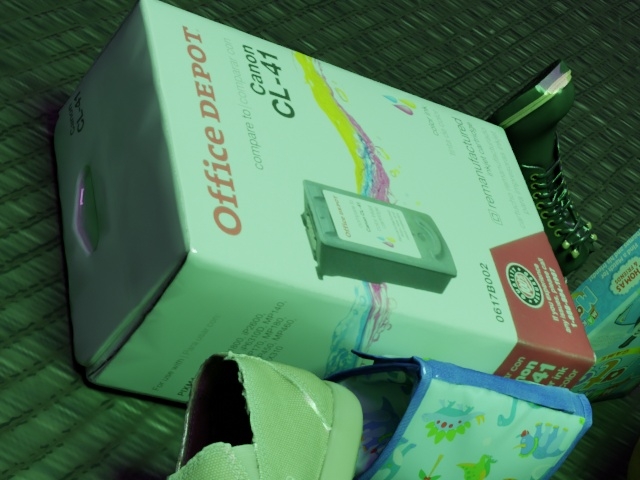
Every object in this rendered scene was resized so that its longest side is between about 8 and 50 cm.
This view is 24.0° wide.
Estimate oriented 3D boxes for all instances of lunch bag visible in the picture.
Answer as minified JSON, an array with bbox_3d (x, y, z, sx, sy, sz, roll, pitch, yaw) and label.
[{"bbox_3d":[0.062,0.117,0.872,0.128,0.151,0.096,15,52,-32],"label":"lunch bag"}]

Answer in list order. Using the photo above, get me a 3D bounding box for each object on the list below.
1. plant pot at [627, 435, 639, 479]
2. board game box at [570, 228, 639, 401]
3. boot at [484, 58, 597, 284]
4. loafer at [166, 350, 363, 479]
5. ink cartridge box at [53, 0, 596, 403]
[{"bbox_3d":[0.350,0.155,1.028,0.203,0.291,0.291,39,31,27],"label":"plant pot"},{"bbox_3d":[0.234,0.045,1.070,0.160,0.211,0.039,-2,54,-45],"label":"board game box"},{"bbox_3d":[0.177,-0.045,1.144,0.077,0.198,0.137,-39,84,-20],"label":"boot"},{"bbox_3d":[-0.048,0.154,0.709,0.092,0.102,0.268,33,32,-15],"label":"loafer"},{"bbox_3d":[0.000,0.000,0.969,0.306,0.131,0.226,17,41,-33],"label":"ink cartridge box"}]
